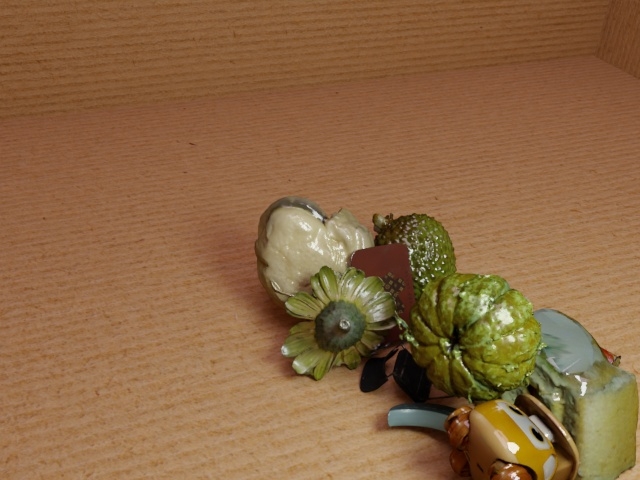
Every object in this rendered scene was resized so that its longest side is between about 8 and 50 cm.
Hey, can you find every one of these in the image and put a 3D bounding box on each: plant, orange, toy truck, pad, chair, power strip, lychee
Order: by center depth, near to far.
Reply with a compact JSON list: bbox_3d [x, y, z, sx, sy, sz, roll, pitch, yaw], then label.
[{"bbox_3d":[0.398,0.457,1.344,0.211,0.288,0.204,-25,41,-15],"label":"toy truck"},{"bbox_3d":[0.346,0.202,1.428,0.223,0.301,0.300,-24,76,-48],"label":"orange"},{"bbox_3d":[0.274,0.422,1.500,0.216,0.044,0.137,2,1,26],"label":"power strip"},{"bbox_3d":[0.075,0.223,1.623,0.261,0.306,0.297,27,-12,-30],"label":"plant"},{"bbox_3d":[0.227,0.340,1.631,0.145,0.221,0.140,46,36,-13],"label":"chair"},{"bbox_3d":[0.178,0.147,1.747,0.181,0.267,0.004,-9,1,-22],"label":"pad"},{"bbox_3d":[0.272,0.045,1.915,0.269,0.270,0.320,-3,72,-7],"label":"lychee"}]

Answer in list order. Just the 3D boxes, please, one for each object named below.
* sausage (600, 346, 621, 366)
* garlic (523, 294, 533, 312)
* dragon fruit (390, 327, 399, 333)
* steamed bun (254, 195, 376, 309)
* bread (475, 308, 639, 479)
[{"bbox_3d":[0.681,0.284,1.751,0.083,0.083,0.264,-29,46,-36],"label":"sausage"},{"bbox_3d":[0.469,0.193,1.792,0.244,0.164,0.145,9,47,20],"label":"garlic"},{"bbox_3d":[0.125,0.225,1.779,0.192,0.123,0.092,-9,10,-12],"label":"dragon fruit"},{"bbox_3d":[-0.012,0.051,1.829,0.372,0.325,0.230,15,9,-3],"label":"steamed bun"},{"bbox_3d":[0.575,0.343,1.507,0.239,0.264,0.395,-19,39,-33],"label":"bread"}]
